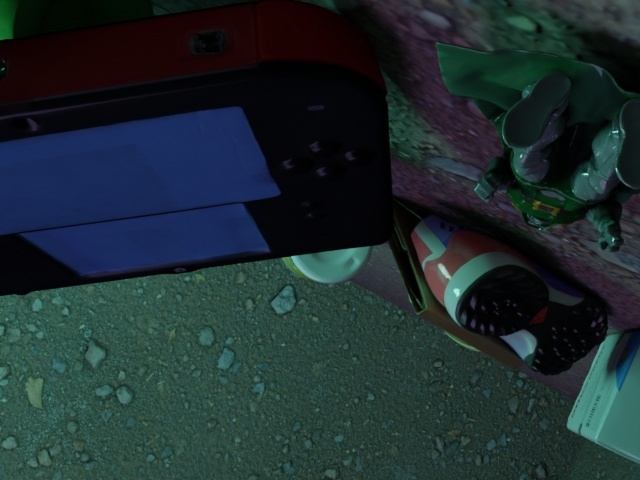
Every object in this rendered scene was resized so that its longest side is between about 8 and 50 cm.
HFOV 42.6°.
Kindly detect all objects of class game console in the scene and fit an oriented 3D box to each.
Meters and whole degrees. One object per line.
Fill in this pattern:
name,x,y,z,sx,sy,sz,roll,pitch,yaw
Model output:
game console,-0.142,-0.032,0.587,0.386,0.060,0.342,-7,158,4

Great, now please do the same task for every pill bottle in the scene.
pill bottle,0.000,0.000,1.192,0.119,0.119,0.208,28,176,-8

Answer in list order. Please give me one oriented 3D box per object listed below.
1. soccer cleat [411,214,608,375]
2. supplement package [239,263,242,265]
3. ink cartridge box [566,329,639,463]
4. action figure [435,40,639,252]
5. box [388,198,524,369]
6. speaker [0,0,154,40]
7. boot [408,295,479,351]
soccer cleat,0.213,0.060,0.892,0.318,0.109,0.116,27,-159,-47
supplement package,-0.164,-0.102,0.803,0.203,0.149,0.194,25,174,30
ink cartridge box,0.376,0.189,0.998,0.082,0.140,0.191,24,176,12
action figure,0.130,-0.036,0.442,0.137,0.064,0.232,23,178,13
box,0.149,0.050,0.935,0.201,0.021,0.165,31,-150,-41
speaker,-0.259,-0.180,0.615,0.296,0.131,0.131,24,174,35
boot,0.202,0.092,1.191,0.203,0.095,0.262,29,174,-23
